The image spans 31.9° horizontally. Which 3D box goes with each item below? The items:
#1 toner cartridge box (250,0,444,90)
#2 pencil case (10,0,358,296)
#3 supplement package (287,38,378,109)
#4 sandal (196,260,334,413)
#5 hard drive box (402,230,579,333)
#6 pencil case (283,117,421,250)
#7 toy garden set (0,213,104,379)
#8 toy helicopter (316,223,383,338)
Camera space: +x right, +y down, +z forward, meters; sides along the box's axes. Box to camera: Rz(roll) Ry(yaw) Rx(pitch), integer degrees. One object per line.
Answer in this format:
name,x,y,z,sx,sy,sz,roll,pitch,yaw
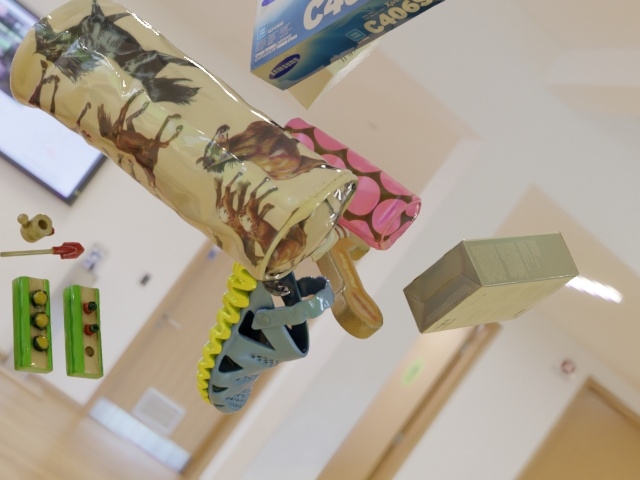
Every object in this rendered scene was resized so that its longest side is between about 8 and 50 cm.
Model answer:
toner cartridge box,0.037,-0.366,1.661,0.075,0.165,0.348,25,-33,-36
pencil case,-0.156,-0.115,1.244,0.410,0.160,0.183,36,-20,15
supplement package,0.016,-0.408,2.271,0.149,0.203,0.194,46,-22,-1
sandal,-0.077,0.130,1.537,0.138,0.317,0.126,27,38,7
hard drive box,0.288,0.071,1.895,0.232,0.181,0.089,-4,63,-37
pencil case,0.026,-0.069,1.474,0.209,0.098,0.095,32,-26,13
toy garden set,-0.343,0.040,1.248,0.244,0.203,0.049,14,-30,-44
toy helicopter,0.000,0.000,1.723,0.235,0.140,0.355,24,32,-44
